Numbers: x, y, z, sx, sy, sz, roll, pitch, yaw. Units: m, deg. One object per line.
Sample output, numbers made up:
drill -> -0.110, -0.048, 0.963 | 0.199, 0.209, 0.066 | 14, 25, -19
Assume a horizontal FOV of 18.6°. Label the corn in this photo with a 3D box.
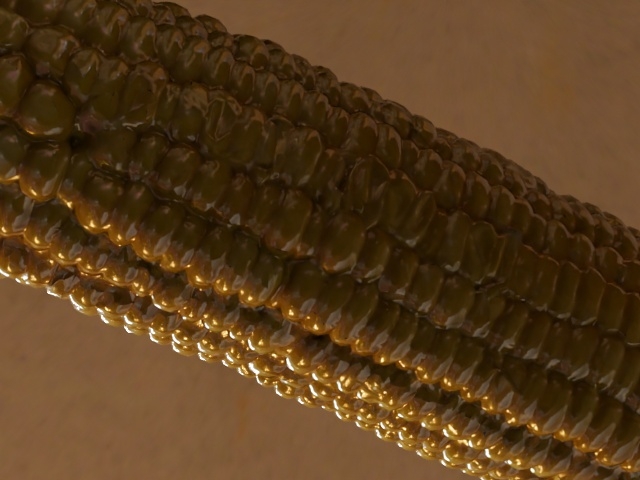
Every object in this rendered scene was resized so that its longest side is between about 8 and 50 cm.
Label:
corn -> 0.000, 0.000, 0.464 | 0.238, 0.080, 0.080 | 22, -80, -13
